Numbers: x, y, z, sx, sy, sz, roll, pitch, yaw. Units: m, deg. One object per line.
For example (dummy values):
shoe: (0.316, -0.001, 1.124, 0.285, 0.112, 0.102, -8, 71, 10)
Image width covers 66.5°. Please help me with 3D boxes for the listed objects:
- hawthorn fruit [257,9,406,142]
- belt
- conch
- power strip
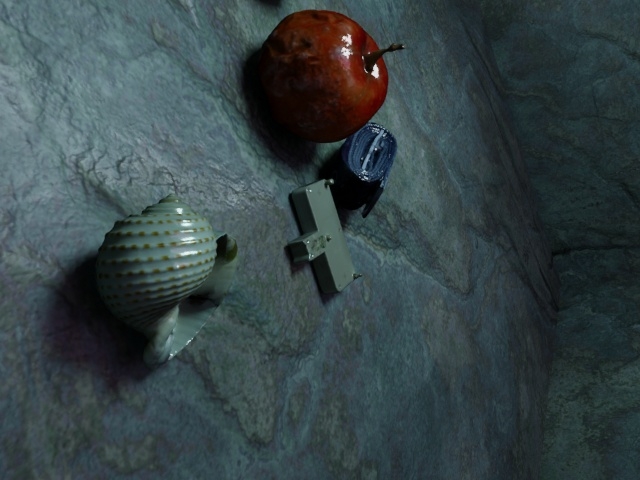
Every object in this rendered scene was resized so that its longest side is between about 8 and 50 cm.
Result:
hawthorn fruit: (0.031, -0.302, 0.880, 0.242, 0.272, 0.242, -1, 91, -52)
belt: (0.086, -0.153, 1.054, 0.122, 0.128, 0.218, 29, 46, -2)
conch: (-0.195, 0.041, 0.588, 0.200, 0.131, 0.172, -62, 171, 10)
power strip: (0.000, 0.000, 0.933, 0.145, 0.061, 0.215, -32, 106, -54)
